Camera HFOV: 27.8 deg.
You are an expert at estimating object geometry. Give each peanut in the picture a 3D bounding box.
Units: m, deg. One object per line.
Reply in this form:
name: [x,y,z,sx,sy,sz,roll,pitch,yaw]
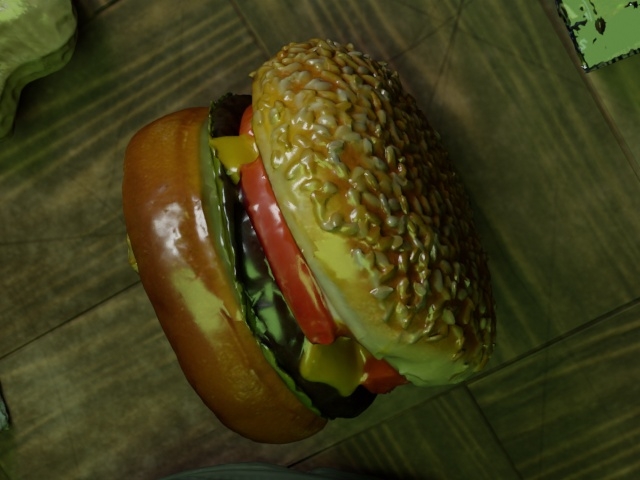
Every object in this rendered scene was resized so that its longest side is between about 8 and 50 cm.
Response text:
peanut: [-0.338,-0.196,1.220,0.197,0.110,0.233,38,108,-3]

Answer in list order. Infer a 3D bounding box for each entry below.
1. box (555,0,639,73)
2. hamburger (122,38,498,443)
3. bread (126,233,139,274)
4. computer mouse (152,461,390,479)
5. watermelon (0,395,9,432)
box: [0.257,-0.321,1.088,0.198,0.084,0.310,-21,103,15]
hamburger: [0.000,0.000,1.114,0.250,0.330,0.330,-20,103,14]
bread: [-0.139,0.004,1.283,0.111,0.044,0.083,6,107,11]
computer mouse: [-0.054,0.335,1.327,0.429,0.145,0.228,5,101,-4]
watermelon: [-0.458,0.146,1.352,0.262,0.201,0.212,0,116,55]
